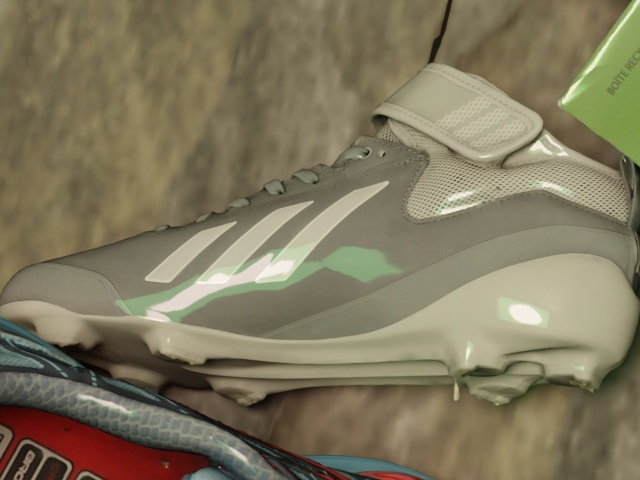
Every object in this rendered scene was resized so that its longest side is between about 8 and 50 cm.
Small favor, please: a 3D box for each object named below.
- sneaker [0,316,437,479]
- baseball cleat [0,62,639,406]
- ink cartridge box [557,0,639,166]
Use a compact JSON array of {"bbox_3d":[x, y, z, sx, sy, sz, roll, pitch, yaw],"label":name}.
[{"bbox_3d":[-0.030,0.100,0.518,0.262,0.125,0.104,22,87,-12],"label":"sneaker"},{"bbox_3d":[0.000,0.000,0.593,0.206,0.072,0.109,2,69,15],"label":"baseball cleat"},{"bbox_3d":[0.181,-0.016,0.495,0.209,0.062,0.109,35,96,-6],"label":"ink cartridge box"}]
